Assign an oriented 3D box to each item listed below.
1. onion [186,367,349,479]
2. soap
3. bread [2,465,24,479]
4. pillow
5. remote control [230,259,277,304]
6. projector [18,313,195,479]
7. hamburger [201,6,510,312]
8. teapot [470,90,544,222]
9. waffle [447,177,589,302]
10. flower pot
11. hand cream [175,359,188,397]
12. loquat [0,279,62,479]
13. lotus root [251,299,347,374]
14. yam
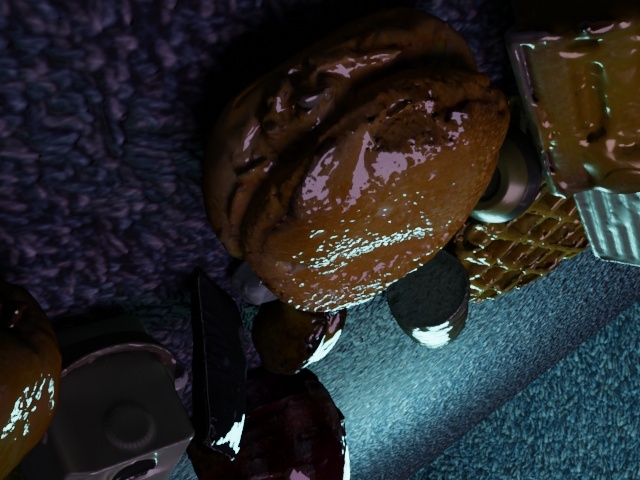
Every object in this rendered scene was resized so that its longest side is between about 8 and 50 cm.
[{"bbox_3d":[-0.081,0.391,1.413,0.281,0.260,0.337,-14,151,-25],"label":"onion"},{"bbox_3d":[0.346,-0.181,0.879,0.259,0.143,0.281,-14,146,16],"label":"soap"},{"bbox_3d":[-0.422,0.406,1.078,0.279,0.207,0.279,-38,154,10],"label":"bread"},{"bbox_3d":[-0.123,0.152,0.986,0.055,0.208,0.141,-7,159,6],"label":"pillow"},{"bbox_3d":[0.000,0.000,1.021,0.247,0.052,0.104,-33,160,-3],"label":"remote control"},{"bbox_3d":[-0.261,0.214,0.951,0.163,0.177,0.242,-13,148,-37],"label":"projector"},{"bbox_3d":[0.030,-0.074,0.775,0.289,0.170,0.314,-29,154,-16],"label":"hamburger"},{"bbox_3d":[0.225,-0.107,1.028,0.119,0.130,0.166,-25,130,-52],"label":"teapot"},{"bbox_3d":[0.373,-0.034,1.368,0.379,0.095,0.382,-27,153,-8],"label":"waffle"},{"bbox_3d":[0.446,-0.095,1.100,0.209,0.239,0.190,-56,137,-22],"label":"flower pot"},{"bbox_3d":[-0.222,0.224,1.179,0.067,0.042,0.194,-21,157,-28],"label":"hand cream"},{"bbox_3d":[-0.325,0.129,0.725,0.187,0.176,0.234,-81,-165,-68],"label":"loquat"},{"bbox_3d":[-0.033,0.116,1.123,0.120,0.120,0.209,-13,151,-37],"label":"lotus root"},{"bbox_3d":[0.182,0.111,1.361,0.133,0.133,0.330,-33,162,-1],"label":"yam"}]
